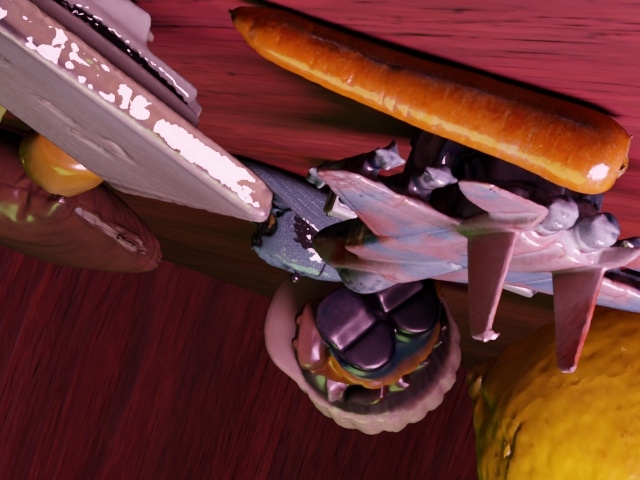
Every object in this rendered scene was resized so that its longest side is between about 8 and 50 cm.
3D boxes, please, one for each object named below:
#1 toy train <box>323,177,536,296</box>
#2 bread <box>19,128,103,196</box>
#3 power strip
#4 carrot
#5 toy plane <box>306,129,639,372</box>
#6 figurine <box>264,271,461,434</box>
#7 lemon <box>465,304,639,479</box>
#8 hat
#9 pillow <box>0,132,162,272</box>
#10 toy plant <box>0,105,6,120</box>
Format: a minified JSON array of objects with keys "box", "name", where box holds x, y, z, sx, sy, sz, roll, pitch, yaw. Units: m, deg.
[{"box":[0.105,0.001,1.366,0.207,0.047,0.043,20,176,-9],"name":"toy train"},{"box":[-0.235,-0.068,1.787,0.082,0.056,0.115,19,176,-21],"name":"bread"},{"box":[-0.125,-0.095,0.989,0.213,0.064,0.198,37,167,-33],"name":"power strip"},{"box":[0.046,-0.064,0.871,0.190,0.037,0.037,19,176,4],"name":"carrot"},{"box":[0.068,-0.008,1.067,0.223,0.104,0.326,21,179,-23],"name":"toy plane"},{"box":[0.062,0.108,1.990,0.204,0.185,0.332,54,174,-8],"name":"figurine"},{"box":[0.260,0.173,1.496,0.321,0.268,0.268,18,176,25],"name":"lemon"},{"box":[0.000,0.000,1.554,0.191,0.078,0.138,20,177,-24],"name":"hat"},{"box":[-0.342,-0.057,2.044,0.305,0.108,0.308,22,174,16],"name":"pillow"},{"box":[-0.345,-0.097,1.257,0.315,0.184,0.224,4,151,28],"name":"toy plant"}]
